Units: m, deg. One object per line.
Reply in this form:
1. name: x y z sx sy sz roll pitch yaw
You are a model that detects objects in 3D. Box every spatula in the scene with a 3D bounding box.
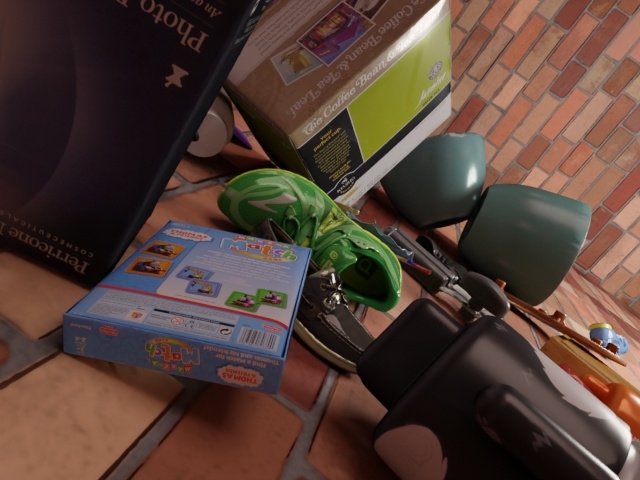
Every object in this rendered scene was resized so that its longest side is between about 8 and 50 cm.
1. spatula: -0.251 -0.254 0.984 0.296 0.030 0.084 18 28 -40

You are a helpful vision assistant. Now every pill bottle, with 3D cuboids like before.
1. pill bottle: -0.199 -0.209 0.856 0.103 0.103 0.184 26 21 -24

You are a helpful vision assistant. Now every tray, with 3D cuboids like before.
1. tray: 0.560 0.323 0.851 0.411 0.076 0.203 44 16 29

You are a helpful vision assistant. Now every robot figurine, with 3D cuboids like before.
1. robot figurine: 0.162 0.178 0.443 0.278 0.173 0.209 43 28 21
2. robot figurine: 0.438 0.289 0.704 0.219 0.128 0.158 41 7 16

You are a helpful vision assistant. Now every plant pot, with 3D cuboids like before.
1. plant pot: 0.499 -0.011 1.299 0.235 0.293 0.293 25 18 8
2. plant pot: 0.305 -0.138 1.332 0.290 0.290 0.195 3 74 -56

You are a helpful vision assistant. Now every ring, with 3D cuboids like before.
1. ring: 0.493 0.165 1.090 0.337 0.032 0.336 29 4 -2

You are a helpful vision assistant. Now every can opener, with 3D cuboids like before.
1. can opener: 0.236 0.062 0.973 0.280 0.093 0.074 40 20 27

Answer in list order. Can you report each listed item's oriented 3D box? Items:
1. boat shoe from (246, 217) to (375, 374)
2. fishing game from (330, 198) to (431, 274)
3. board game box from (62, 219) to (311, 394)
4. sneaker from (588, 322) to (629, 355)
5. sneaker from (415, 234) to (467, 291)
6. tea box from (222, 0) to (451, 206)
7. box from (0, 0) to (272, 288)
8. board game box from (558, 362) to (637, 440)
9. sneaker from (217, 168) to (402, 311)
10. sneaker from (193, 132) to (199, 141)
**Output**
1. boat shoe: -0.010 0.060 0.587 0.223 0.073 0.080 41 20 17
2. fishing game: 0.080 -0.023 0.865 0.264 0.041 0.189 33 -4 -41
3. board game box: -0.097 0.044 0.455 0.160 0.039 0.211 11 22 0
4. sneaker: 0.808 0.298 1.405 0.209 0.069 0.082 30 51 -39
5. sneaker: 0.271 0.060 1.086 0.089 0.051 0.170 19 30 -38
6. tea box: 0.042 -0.266 0.897 0.220 0.329 0.323 45 -6 24
7. box: -0.235 -0.167 0.416 0.296 0.294 0.182 29 23 -15
8. board game box: 0.294 0.268 0.533 0.281 0.145 0.027 -121 -168 -49
9. sneaker: 0.000 0.000 0.689 0.296 0.109 0.123 30 16 -15
10. sneaker: -0.248 -0.161 0.671 0.182 0.127 0.315 46 12 -9
